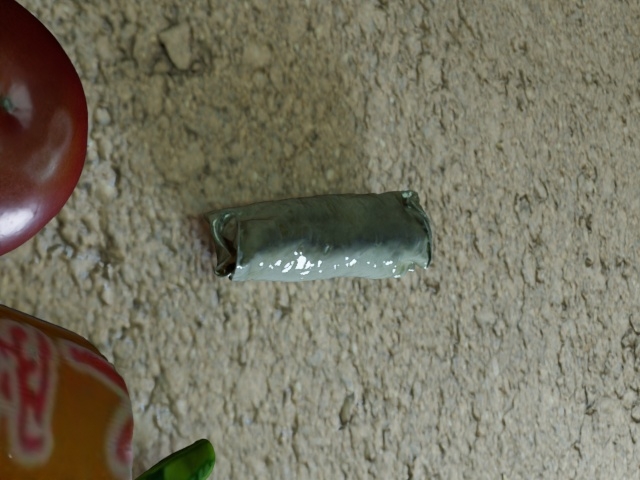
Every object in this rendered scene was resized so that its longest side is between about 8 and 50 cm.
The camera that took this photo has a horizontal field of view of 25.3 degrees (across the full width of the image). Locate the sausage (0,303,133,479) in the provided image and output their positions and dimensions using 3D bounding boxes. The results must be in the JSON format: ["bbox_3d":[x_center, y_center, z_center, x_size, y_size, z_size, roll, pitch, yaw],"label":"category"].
[{"bbox_3d":[-0.278,0.116,0.798,0.287,0.233,0.233,30,65,-44],"label":"sausage"}]

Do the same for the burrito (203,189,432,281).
[{"bbox_3d":[0.000,0.000,1.248,0.275,0.059,0.082,-6,84,-48],"label":"burrito"}]

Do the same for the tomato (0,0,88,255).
[{"bbox_3d":[-0.240,-0.078,0.924,0.195,0.136,0.195,5,84,-47],"label":"tomato"}]

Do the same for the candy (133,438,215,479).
[{"bbox_3d":[-0.105,0.290,1.095,0.149,0.069,0.246,-32,105,-50],"label":"candy"}]
